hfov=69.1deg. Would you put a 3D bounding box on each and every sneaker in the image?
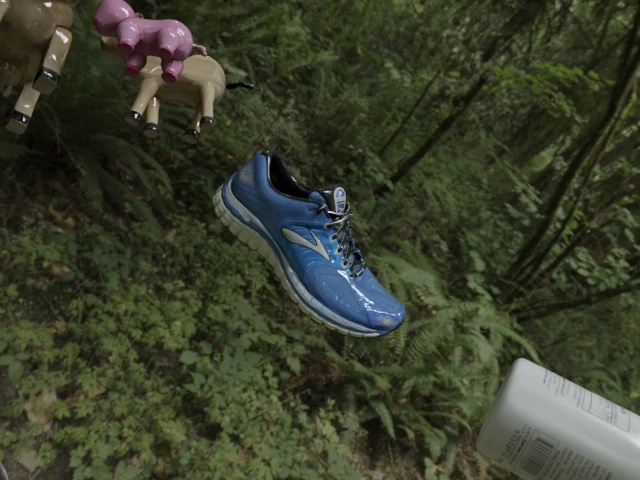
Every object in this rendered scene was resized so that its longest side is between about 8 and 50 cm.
[{"bbox_3d":[0.000,0.000,0.658,0.330,0.147,0.130,44,23,4],"label":"sneaker"}]

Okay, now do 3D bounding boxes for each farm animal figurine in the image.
[{"bbox_3d":[-0.291,-0.243,0.525,0.330,0.327,0.172,43,42,-53],"label":"farm animal figurine"}]

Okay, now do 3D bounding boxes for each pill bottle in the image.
[{"bbox_3d":[0.315,0.249,0.543,0.229,0.131,0.131,26,18,24],"label":"pill bottle"}]

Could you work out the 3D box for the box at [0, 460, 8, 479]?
[{"bbox_3d":[-0.344,0.152,0.269,0.169,0.167,0.203,30,42,12],"label":"box"}]
